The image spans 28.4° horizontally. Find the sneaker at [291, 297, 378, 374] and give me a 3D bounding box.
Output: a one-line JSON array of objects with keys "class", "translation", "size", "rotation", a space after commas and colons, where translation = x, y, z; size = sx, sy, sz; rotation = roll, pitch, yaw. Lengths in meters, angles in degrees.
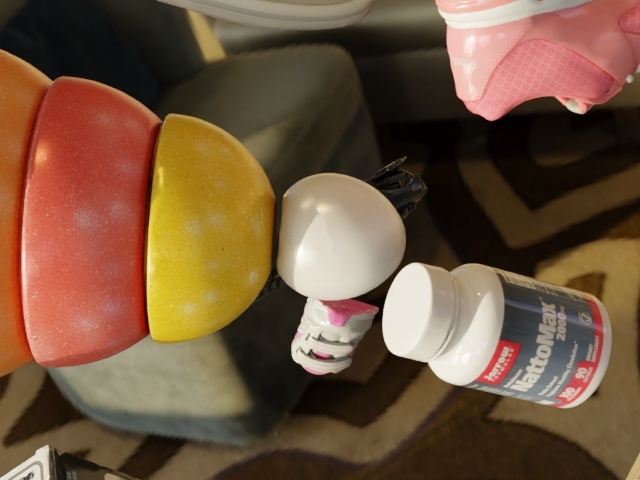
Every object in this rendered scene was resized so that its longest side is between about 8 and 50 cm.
[{"class": "sneaker", "translation": [0.016, 0.137, 1.800], "size": [0.103, 0.252, 0.111], "rotation": [17, 81, 1]}]

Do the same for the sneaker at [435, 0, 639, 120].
[{"class": "sneaker", "translation": [0.232, -0.179, 1.048], "size": [0.314, 0.136, 0.116], "rotation": [-14, 23, -22]}]

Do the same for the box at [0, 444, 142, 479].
[{"class": "box", "translation": [-0.115, 0.241, 0.794], "size": [0.169, 0.290, 0.087], "rotation": [-34, 48, 22]}]

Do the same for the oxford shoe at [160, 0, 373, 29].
[{"class": "oxford shoe", "translation": [-0.153, -0.318, 1.236], "size": [0.449, 0.130, 0.169], "rotation": [18, 26, -8]}]

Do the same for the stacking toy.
[{"class": "stacking toy", "translation": [-0.163, -0.004, 1.157], "size": [0.480, 0.350, 0.350], "rotation": [6, 34, -1]}]

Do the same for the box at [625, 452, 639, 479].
[{"class": "box", "translation": [0.267, 0.218, 1.041], "size": [0.021, 0.164, 0.201], "rotation": [28, 78, 5]}]

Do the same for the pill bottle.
[{"class": "pill bottle", "translation": [0.151, 0.079, 1.101], "size": [0.180, 0.108, 0.108], "rotation": [14, 21, -24]}]

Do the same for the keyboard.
[{"class": "keyboard", "translation": [0.000, 0.000, 1.402], "size": [0.317, 0.201, 0.033], "rotation": [-28, 72, -33]}]
